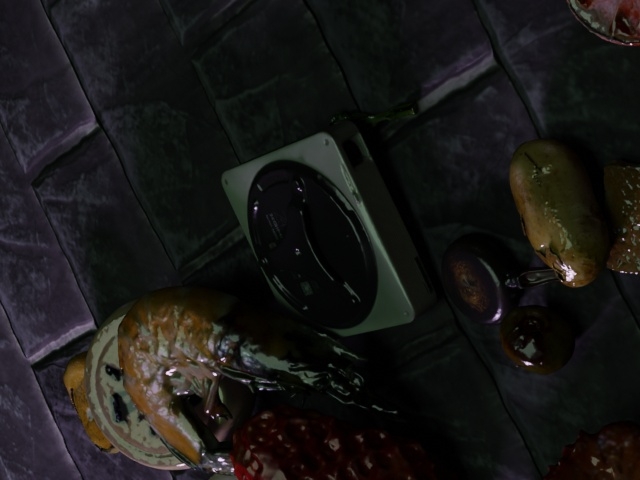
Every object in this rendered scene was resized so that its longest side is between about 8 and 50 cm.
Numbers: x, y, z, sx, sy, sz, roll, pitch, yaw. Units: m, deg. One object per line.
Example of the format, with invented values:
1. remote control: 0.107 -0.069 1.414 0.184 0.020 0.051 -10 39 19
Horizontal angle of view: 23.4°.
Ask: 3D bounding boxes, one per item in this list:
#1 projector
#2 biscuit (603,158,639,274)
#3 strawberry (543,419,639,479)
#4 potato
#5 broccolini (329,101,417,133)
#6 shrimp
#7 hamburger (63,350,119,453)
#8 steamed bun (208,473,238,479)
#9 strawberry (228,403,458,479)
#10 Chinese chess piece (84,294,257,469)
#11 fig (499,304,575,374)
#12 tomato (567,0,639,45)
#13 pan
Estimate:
1. projector: 0.000 0.000 1.961 0.259 0.079 0.257 -18 99 53
2. biscuit: 0.392 -0.010 1.592 0.231 0.025 0.131 15 119 42
3. strawberry: 0.342 0.319 1.716 0.234 0.234 0.178 57 168 12
4. potato: 0.257 -0.031 1.676 0.107 0.080 0.170 -31 72 64
5. broccolini: 0.065 -0.153 1.884 0.140 0.030 0.035 -13 61 44
6. shrimp: -0.088 0.207 2.053 0.445 0.085 0.272 10 110 27
7. hamburger: -0.306 0.237 2.397 0.185 0.113 0.177 18 114 31
8. steamed bun: -0.069 0.422 2.187 0.164 0.146 0.241 -31 83 44
9. strawberry: 0.023 0.355 1.965 0.336 0.149 0.265 36 131 -11
10. Chinese chess piece: -0.215 0.201 2.215 0.257 0.104 0.257 4 101 24
11. fig: 0.252 0.120 1.773 0.084 0.098 0.082 -12 58 14
12. tomato: 0.332 -0.299 1.476 0.237 0.095 0.236 18 119 37
13. pan: 0.220 0.047 1.793 0.212 0.040 0.114 -4 110 48
